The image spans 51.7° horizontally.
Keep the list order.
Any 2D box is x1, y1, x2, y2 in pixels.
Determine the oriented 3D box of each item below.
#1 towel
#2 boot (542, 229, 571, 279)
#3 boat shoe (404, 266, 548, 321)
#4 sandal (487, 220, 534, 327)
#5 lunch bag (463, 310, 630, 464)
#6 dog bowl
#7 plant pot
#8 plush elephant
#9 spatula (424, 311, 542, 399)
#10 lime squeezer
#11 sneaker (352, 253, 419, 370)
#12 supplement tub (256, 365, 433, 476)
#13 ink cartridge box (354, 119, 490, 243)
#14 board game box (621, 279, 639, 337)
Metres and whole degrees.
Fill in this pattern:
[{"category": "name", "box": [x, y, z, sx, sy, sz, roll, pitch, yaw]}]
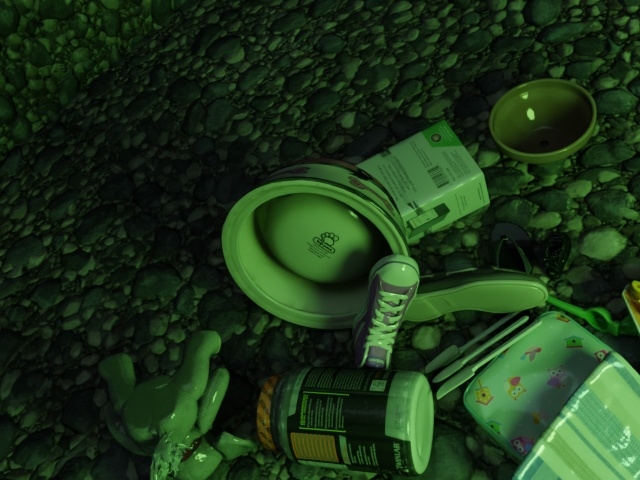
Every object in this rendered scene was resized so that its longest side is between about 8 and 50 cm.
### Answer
[{"category": "towel", "box": [0.473, 0.352, 1.112, 0.285, 0.209, 0.034, -47, 12, -10]}, {"category": "boot", "box": [0.495, 0.014, 1.380, 0.045, 0.099, 0.121, 10, 62, 27]}, {"category": "boat shoe", "box": [0.303, 0.093, 1.368, 0.335, 0.112, 0.096, -13, 44, 37]}, {"category": "sandal", "box": [0.411, 0.060, 1.412, 0.097, 0.054, 0.255, -8, 55, 18]}, {"category": "lunch bag", "box": [0.420, 0.290, 1.218, 0.279, 0.108, 0.224, -42, 53, -8]}, {"category": "dog bowl", "box": [0.000, 0.000, 1.431, 0.407, 0.408, 0.150, -6, 36, 20]}, {"category": "plant pot", "box": [0.521, -0.257, 1.550, 0.237, 0.110, 0.237, -11, 53, 15]}, {"category": "plush elephant", "box": [-0.289, 0.391, 1.381, 0.271, 0.255, 0.330, -20, 44, -2]}, {"category": "spatula", "box": [0.313, 0.209, 1.297, 0.242, 0.168, 0.019, -38, 94, 6]}, {"category": "lime squeezer", "box": [0.574, 0.134, 1.292, 0.310, 0.059, 0.110, -2, 57, 23]}, {"category": "sneaker", "box": [0.133, 0.167, 1.323, 0.102, 0.282, 0.161, 11, 43, -4]}, {"category": "supplement tub", "box": [0.049, 0.344, 1.283, 0.315, 0.194, 0.194, -1, 57, 22]}, {"category": "ink cartridge box", "box": [0.221, -0.126, 1.579, 0.289, 0.121, 0.211, -27, 51, 4]}, {"category": "board game box", "box": [0.774, 0.197, 1.104, 0.389, 0.050, 0.390, -15, 61, 6]}]
